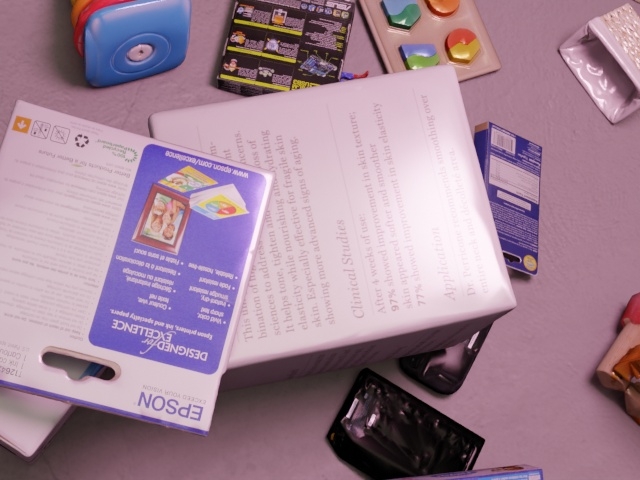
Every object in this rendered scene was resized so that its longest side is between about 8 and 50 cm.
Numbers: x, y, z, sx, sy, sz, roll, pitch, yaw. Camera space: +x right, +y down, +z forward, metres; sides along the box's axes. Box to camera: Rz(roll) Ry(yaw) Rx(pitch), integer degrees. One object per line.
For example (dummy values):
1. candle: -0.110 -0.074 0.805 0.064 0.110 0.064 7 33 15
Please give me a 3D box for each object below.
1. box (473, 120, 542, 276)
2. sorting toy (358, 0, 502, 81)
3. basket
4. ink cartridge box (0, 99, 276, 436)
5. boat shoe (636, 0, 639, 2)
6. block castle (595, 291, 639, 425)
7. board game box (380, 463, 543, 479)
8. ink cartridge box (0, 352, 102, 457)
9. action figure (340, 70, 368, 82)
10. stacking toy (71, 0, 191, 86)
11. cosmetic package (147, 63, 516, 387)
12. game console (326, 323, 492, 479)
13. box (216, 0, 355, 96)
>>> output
1. box: 0.296 -0.063 1.570 0.136 0.036 0.225 19 68 -36
2. sorting toy: 0.187 -0.351 1.648 0.208 0.038 0.193 -18 80 -18
3. basket: 0.510 -0.305 1.678 0.103 0.113 0.167 -34 86 -22
4. ink cartridge box: -0.232 0.030 1.087 0.303 0.072 0.307 16 78 -7
5. boat shoe: 0.610 -0.449 1.778 0.135 0.045 0.050 21 71 -8
6. block castle: 0.672 0.239 1.468 0.453 0.303 0.213 41 69 -2
7. board game box: 0.169 0.490 1.375 0.318 0.066 0.318 -3 84 -15
8. ink cartridge box: -0.343 0.153 1.232 0.129 0.307 0.223 36 69 -5
9. action figure: 0.022 -0.261 1.588 0.115 0.030 0.038 -1 78 -12
10. stacking toy: -0.323 -0.397 1.486 0.165 0.175 0.302 -18 69 -21
11. cosmetic package: 0.000 0.000 1.320 0.393 0.327 0.329 -10 78 -7
12. game console: 0.178 0.208 1.490 0.213 0.044 0.361 32 70 -5
13. box: -0.053 -0.309 1.559 0.190 0.045 0.184 11 74 0
